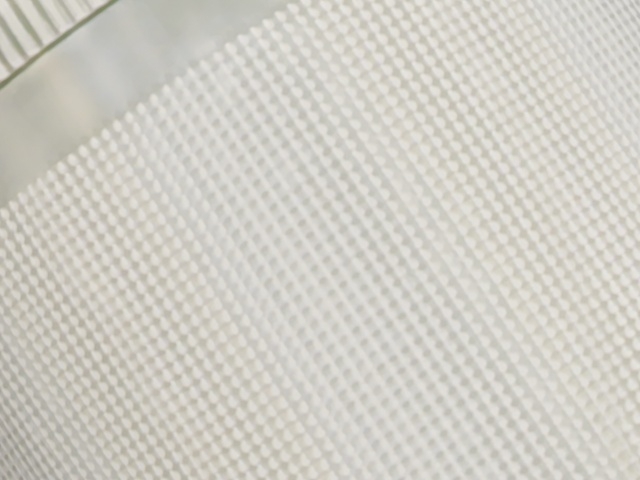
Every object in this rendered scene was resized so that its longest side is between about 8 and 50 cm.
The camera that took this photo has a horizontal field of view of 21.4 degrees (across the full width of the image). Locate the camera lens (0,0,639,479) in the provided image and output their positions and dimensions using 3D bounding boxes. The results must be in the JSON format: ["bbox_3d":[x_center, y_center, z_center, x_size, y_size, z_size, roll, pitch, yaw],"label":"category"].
[{"bbox_3d":[0.000,0.000,0.428,0.219,0.274,0.219,-33,-5,-3],"label":"camera lens"}]
